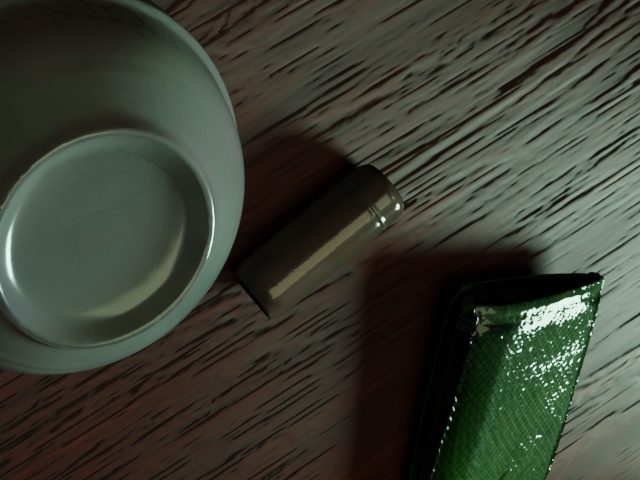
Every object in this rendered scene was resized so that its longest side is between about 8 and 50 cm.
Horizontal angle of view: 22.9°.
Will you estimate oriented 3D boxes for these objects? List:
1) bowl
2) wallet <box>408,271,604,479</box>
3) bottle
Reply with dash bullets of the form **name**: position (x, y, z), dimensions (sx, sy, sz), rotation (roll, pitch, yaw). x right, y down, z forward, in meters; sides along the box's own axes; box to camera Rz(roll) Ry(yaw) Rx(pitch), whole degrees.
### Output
- **bowl**: position (-0.170, -0.027, 1.063), dimensions (0.287, 0.144, 0.287), rotation (-14, 121, -25)
- **wallet**: position (0.160, 0.139, 1.399), dimensions (0.160, 0.055, 0.236), rotation (-6, 123, -31)
- **bottle**: position (0.000, 0.000, 1.232), dimensions (0.140, 0.053, 0.053), rotation (-39, 127, -7)
